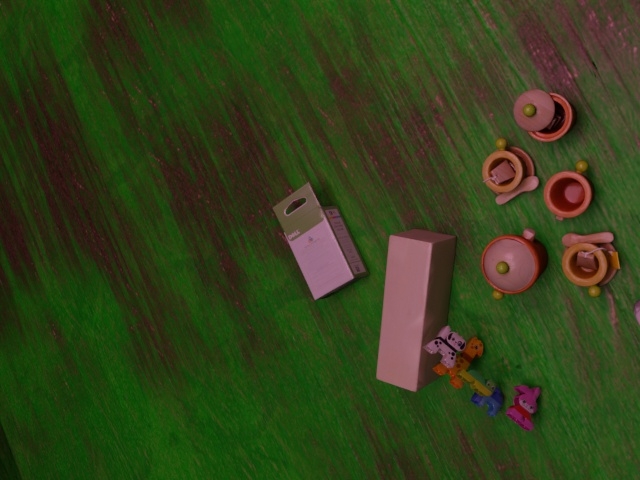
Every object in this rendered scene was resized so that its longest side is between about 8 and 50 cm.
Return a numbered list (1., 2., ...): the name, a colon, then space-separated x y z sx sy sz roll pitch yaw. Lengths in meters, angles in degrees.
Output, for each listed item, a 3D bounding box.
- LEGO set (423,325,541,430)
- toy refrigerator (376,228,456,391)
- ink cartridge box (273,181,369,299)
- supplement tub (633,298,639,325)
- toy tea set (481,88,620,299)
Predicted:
1. LEGO set: 0.277 0.221 1.217 0.227 0.093 0.087 39 158 -5
2. toy refrigerator: 0.169 0.121 1.270 0.094 0.102 0.270 12 105 34
3. ink cartridge box: 0.000 0.000 1.396 0.109 0.062 0.209 -32 78 35
4. supplement tub: 0.549 0.079 0.981 0.117 0.117 0.190 53 123 17
5. toy tea set: 0.335 -0.063 1.107 0.200 0.124 0.336 -12 90 36
